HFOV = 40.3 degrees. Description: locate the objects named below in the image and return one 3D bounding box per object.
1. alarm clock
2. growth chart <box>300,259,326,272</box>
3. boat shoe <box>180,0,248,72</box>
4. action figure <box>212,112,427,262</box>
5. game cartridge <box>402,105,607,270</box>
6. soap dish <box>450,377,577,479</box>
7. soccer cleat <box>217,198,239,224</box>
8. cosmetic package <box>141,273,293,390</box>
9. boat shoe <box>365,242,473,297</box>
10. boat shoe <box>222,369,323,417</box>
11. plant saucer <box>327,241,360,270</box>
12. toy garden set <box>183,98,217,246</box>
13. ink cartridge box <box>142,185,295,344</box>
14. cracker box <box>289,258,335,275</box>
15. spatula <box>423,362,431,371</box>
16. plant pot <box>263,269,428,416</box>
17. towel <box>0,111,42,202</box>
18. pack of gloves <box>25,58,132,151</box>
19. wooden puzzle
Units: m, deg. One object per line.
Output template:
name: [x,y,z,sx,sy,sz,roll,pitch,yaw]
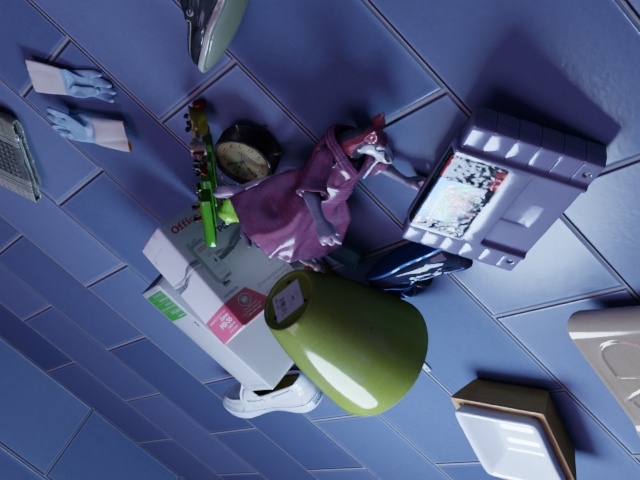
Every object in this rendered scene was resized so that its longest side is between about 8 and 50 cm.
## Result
alarm clock: [-0.156,-0.163,1.762,0.129,0.064,0.192,32,142,-11]
growth chart: [-0.060,0.016,1.828,0.172,0.021,0.237,28,-176,-1]
boat shoe: [-0.181,-0.419,1.393,0.113,0.127,0.340,30,146,5]
action figure: [0.014,-0.118,1.600,0.276,0.248,0.370,52,133,16]
game cartridge: [0.291,-0.073,1.473,0.230,0.068,0.355,13,149,-7]
soap dish: [0.457,0.446,2.025,0.228,0.118,0.291,3,138,38]
soccer cleat: [-0.130,-0.078,1.790,0.060,0.178,0.072,48,132,30]
cosmetic package: [-0.229,0.186,2.094,0.365,0.155,0.197,44,157,-8]
boat shoe: [0.191,0.064,1.745,0.089,0.109,0.258,47,147,-17]
boat shoe: [-0.173,0.418,2.503,0.367,0.136,0.156,-9,130,42]
plant saucer: [0.000,0.000,1.904,0.192,0.018,0.067,28,147,5]
toy garden set: [-0.239,-0.140,1.721,0.049,0.244,0.204,-5,127,-3]
ink cartridge box: [-0.217,0.051,1.913,0.283,0.207,0.117,48,141,3]
cracker box: [-0.061,0.108,2.054,0.232,0.067,0.156,-8,131,46]
spatula: [0.153,0.248,2.108,0.168,0.019,0.242,-14,126,48]
plant pot: [0.030,0.187,1.821,0.274,0.275,0.293,-6,148,44]
towel: [-0.871,-0.262,2.268,0.324,0.056,0.312,25,144,14]
pack of gloves: [-0.523,-0.306,1.929,0.232,0.046,0.195,13,132,22]
wooden puzzle: [0.673,0.240,1.613,0.322,0.080,0.348,-11,124,47]
